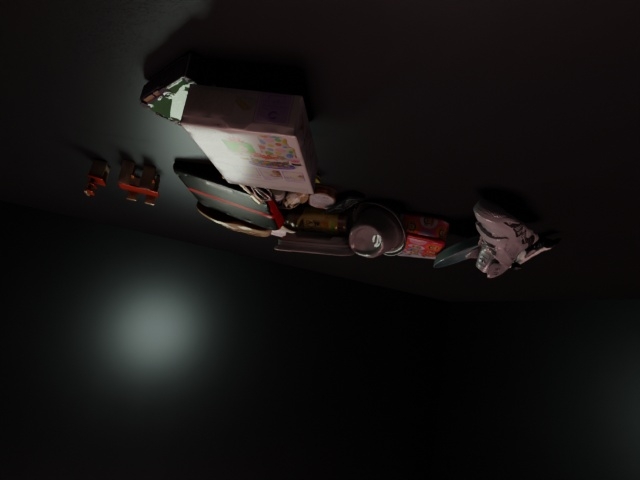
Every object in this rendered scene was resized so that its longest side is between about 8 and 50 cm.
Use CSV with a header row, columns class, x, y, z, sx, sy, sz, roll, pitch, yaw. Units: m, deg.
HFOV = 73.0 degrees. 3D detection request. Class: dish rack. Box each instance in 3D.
class,x,y,z,sx,sy,sz,roll,pitch,yaw
dish rack,0.000,0.000,1.811,0.332,0.072,0.285,6,-172,18

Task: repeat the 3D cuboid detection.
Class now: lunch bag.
class,x,y,z,sx,sy,sz,roll,pitch,yaw
lunch bag,0.369,-0.024,1.747,0.258,0.120,0.293,12,168,10

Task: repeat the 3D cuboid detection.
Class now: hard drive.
class,x,y,z,sx,sy,sz,roll,pitch,yaw
hard drive,-0.228,-0.303,1.048,0.339,0.064,0.237,20,164,-41

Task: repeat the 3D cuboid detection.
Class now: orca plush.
class,x,y,z,sx,sy,sz,roll,pitch,yaw
orca plush,0.777,0.028,1.679,0.102,0.151,0.287,42,170,1

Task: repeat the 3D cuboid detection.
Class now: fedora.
class,x,y,z,sx,sy,sz,roll,pitch,yaw
fedora,0.191,-0.017,1.621,0.244,0.124,0.275,54,150,-7

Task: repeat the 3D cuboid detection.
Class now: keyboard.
class,x,y,z,sx,sy,sz,roll,pitch,yaw
keyboard,0.098,-0.121,1.595,0.100,0.038,0.192,-4,169,-31

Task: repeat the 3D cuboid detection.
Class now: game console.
class,x,y,z,sx,sy,sz,roll,pitch,yaw
game console,-0.334,-0.163,1.651,0.386,0.060,0.342,19,162,11

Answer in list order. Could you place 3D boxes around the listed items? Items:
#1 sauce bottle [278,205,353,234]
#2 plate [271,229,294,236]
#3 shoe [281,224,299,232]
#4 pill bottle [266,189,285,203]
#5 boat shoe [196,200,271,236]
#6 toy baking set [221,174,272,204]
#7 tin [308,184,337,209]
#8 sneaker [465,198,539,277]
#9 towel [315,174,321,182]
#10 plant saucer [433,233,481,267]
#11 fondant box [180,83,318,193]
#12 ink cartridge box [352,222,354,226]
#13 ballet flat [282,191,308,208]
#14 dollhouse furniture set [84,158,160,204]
class,x,y,z,sx,sy,sz,roll,pitch,yaw
sauce bottle,-0.042,-0.088,1.777,0.344,0.111,0.111,5,167,21
plate,-0.167,-0.061,2.157,0.278,0.045,0.277,15,166,-23
shoe,-0.177,-0.092,1.963,0.219,0.077,0.058,21,169,-12
pill bottle,-0.165,-0.172,1.587,0.067,0.067,0.120,13,168,-11
boat shoe,-0.374,-0.093,1.881,0.341,0.122,0.110,21,154,2
toy baking set,-0.232,-0.202,1.367,0.196,0.030,0.256,28,147,-3
tin,0.006,-0.157,1.601,0.106,0.040,0.190,14,168,2
sneaker,0.565,0.005,1.414,0.366,0.210,0.137,18,-156,-44
towel,-0.122,-0.222,1.447,0.237,0.021,0.102,4,161,30
plant saucer,0.588,0.029,1.694,0.317,0.044,0.317,-17,164,-5
fondant box,-0.141,-0.217,0.999,0.238,0.096,0.330,8,168,7
ink cartridge box,0.037,-0.068,1.965,0.189,0.066,0.232,15,175,-24
ballet flat,-0.097,-0.153,1.590,0.073,0.067,0.206,54,161,-1
dollhouse furniture set,-0.776,-0.216,1.719,0.259,0.135,0.262,13,167,-15
